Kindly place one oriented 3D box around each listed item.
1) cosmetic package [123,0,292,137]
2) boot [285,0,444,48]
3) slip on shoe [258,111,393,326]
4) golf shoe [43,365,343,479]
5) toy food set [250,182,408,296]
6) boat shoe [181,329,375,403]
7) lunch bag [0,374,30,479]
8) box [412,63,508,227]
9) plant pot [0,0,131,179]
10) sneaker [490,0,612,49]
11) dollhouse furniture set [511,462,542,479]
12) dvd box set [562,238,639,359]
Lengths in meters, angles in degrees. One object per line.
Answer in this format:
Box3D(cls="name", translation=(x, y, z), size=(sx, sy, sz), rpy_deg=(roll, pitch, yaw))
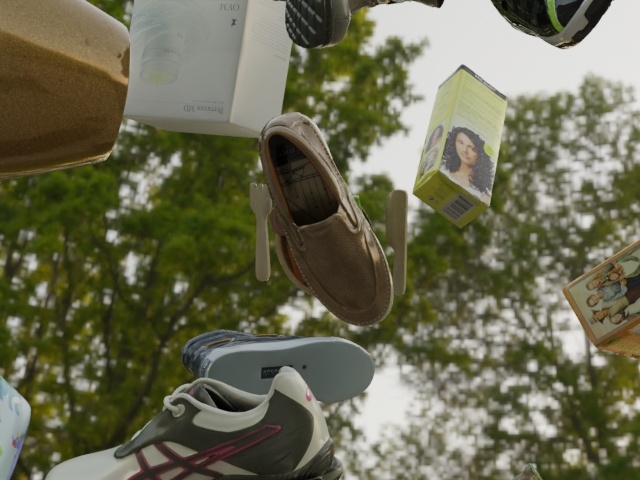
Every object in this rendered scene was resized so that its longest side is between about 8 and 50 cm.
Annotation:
Box3D(cls="cosmetic package", translation=(-0.174, -0.281, 1.666), size=(0.224, 0.225, 0.138), rpy_deg=(7, -1, 32))
Box3D(cls="boot", translation=(0.045, -0.239, 1.010), size=(0.161, 0.246, 0.084), rpy_deg=(0, -65, -10))
Box3D(cls="slip on shoe", translation=(0.002, -0.009, 0.628), size=(0.051, 0.041, 0.135), rpy_deg=(-19, -82, 11))
Box3D(cls="golf shoe", translation=(-0.119, 0.175, 0.920), size=(0.272, 0.105, 0.120), rpy_deg=(-10, -78, 15))
Box3D(cls="toy food set", translation=(0.000, 0.000, 1.175), size=(0.192, 0.133, 0.038), rpy_deg=(3, 11, 28))
Box3D(cls="boat shoe", translation=(-0.042, 0.115, 1.057), size=(0.183, 0.065, 0.083), rpy_deg=(4, 10, -28))
Box3D(cls="lunch bag", translation=(-0.406, 0.215, 1.080), size=(0.218, 0.176, 0.090), rpy_deg=(-19, -57, 19))
Box3D(cls="box", translation=(0.185, -0.127, 1.412), size=(0.087, 0.232, 0.058), rpy_deg=(33, -47, -16))
Box3D(cls="plant pot", translation=(-0.291, -0.138, 0.869), size=(0.254, 0.237, 0.237), rpy_deg=(9, -34, -23))
Box3D(cls="sneaker", translation=(0.200, -0.238, 1.011), size=(0.097, 0.084, 0.234), rpy_deg=(36, 0, -14))
Box3D(cls="dollhouse furniture set", translation=(0.148, 0.252, 0.859), size=(0.058, 0.076, 0.152), rpy_deg=(23, -57, -35))
Box3D(cls="dvd box set", translation=(0.436, -0.028, 0.906), size=(0.420, 0.062, 0.307), rpy_deg=(-36, -26, 22))
